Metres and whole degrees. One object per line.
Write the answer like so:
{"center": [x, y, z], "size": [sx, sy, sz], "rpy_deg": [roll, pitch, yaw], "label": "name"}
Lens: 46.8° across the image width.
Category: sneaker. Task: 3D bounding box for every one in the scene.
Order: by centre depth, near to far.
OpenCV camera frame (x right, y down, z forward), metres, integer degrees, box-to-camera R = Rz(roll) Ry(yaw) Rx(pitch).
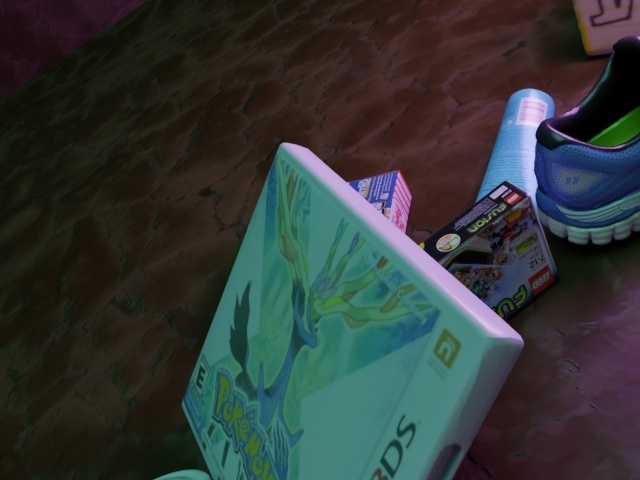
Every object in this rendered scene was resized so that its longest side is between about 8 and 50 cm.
{"center": [0.343, -0.126, 0.669], "size": [0.330, 0.147, 0.129], "rpy_deg": [-29, 37, -1], "label": "sneaker"}

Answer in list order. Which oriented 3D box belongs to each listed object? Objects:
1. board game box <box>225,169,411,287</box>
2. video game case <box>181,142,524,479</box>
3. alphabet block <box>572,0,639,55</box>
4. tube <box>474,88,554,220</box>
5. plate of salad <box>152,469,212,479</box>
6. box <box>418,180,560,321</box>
{"center": [0.000, 0.000, 0.854], "size": [0.194, 0.045, 0.146], "rpy_deg": [-10, 42, 27], "label": "board game box"}
{"center": [-0.012, 0.114, 0.595], "size": [0.329, 0.036, 0.299], "rpy_deg": [48, 120, 53], "label": "video game case"}
{"center": [0.400, -0.355, 0.854], "size": [0.197, 0.193, 0.192], "rpy_deg": [-3, 43, 33], "label": "alphabet block"}
{"center": [0.209, -0.074, 0.792], "size": [0.080, 0.052, 0.207], "rpy_deg": [-2, 51, 34], "label": "tube"}
{"center": [-0.174, 0.275, 0.642], "size": [0.200, 0.048, 0.200], "rpy_deg": [-30, 12, 7], "label": "plate of salad"}
{"center": [0.111, 0.051, 0.660], "size": [0.207, 0.114, 0.036], "rpy_deg": [-37, 37, -5], "label": "box"}
